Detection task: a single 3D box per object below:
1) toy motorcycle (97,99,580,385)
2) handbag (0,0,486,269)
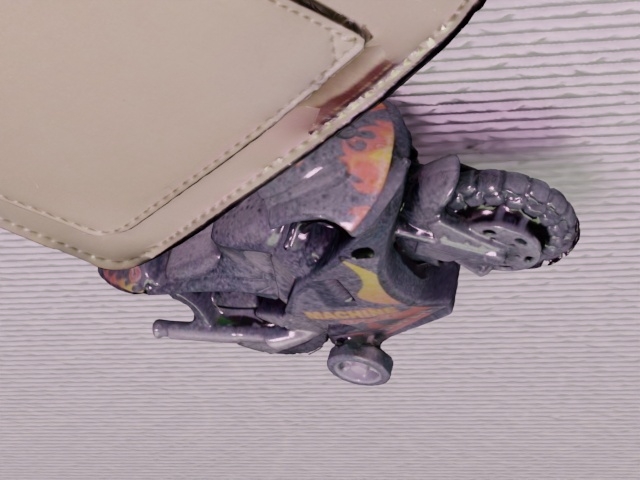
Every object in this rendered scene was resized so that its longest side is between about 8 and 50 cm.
[{"bbox_3d":[0.000,0.000,0.877,0.173,0.108,0.307,31,146,-29],"label":"toy motorcycle"},{"bbox_3d":[-0.138,-0.146,0.511,0.358,0.160,0.237,23,144,-37],"label":"handbag"}]
